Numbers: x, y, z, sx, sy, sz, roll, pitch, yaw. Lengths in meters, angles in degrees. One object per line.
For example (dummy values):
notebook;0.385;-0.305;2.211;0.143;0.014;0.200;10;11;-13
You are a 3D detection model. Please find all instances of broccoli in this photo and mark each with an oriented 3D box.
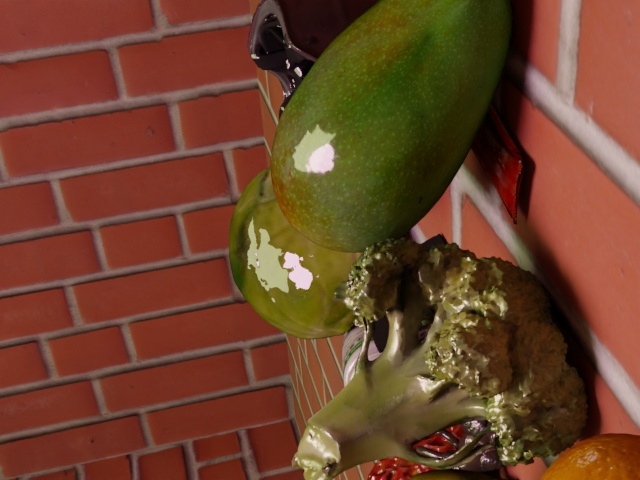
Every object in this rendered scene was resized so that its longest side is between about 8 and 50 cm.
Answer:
broccoli;0.112;0.117;1.030;0.186;0.302;0.254;129;134;-81

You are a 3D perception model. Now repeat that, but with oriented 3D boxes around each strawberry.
strawberry;0.155;0.374;1.457;0.234;0.177;0.234;172;90;-88

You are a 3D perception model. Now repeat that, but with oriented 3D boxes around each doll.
doll;0.207;0.278;1.320;0.165;0.057;0.139;41;121;36

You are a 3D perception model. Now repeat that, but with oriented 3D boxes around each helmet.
helmet;0.045;-0.206;1.398;0.338;0.197;0.271;66;165;-12

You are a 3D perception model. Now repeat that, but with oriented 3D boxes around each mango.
mango;0.076;-0.138;1.085;0.201;0.225;0.382;52;132;19

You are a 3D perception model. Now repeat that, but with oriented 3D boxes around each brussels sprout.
brussels sprout;0.000;0.000;1.700;0.268;0.344;0.344;14;-121;-58

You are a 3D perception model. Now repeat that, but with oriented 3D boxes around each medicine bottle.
medicine bottle;0.101;0.213;1.580;0.237;0.139;0.139;-85;-12;-74

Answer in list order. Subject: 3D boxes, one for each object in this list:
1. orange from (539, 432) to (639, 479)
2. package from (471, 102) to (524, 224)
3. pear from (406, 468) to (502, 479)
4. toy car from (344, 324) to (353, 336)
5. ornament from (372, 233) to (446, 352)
orange;0.247;0.244;0.805;0.177;0.155;0.178;-18;-90;-88
package;0.191;-0.115;1.134;0.083;0.022;0.200;91;167;-46
pear;0.173;0.391;1.069;0.294;0.294;0.294;170;90;-81
toy car;0.094;0.160;1.786;0.089;0.108;0.210;90;166;-51
ornament;0.163;0.126;1.444;0.196;0.153;0.166;57;-172;-36
